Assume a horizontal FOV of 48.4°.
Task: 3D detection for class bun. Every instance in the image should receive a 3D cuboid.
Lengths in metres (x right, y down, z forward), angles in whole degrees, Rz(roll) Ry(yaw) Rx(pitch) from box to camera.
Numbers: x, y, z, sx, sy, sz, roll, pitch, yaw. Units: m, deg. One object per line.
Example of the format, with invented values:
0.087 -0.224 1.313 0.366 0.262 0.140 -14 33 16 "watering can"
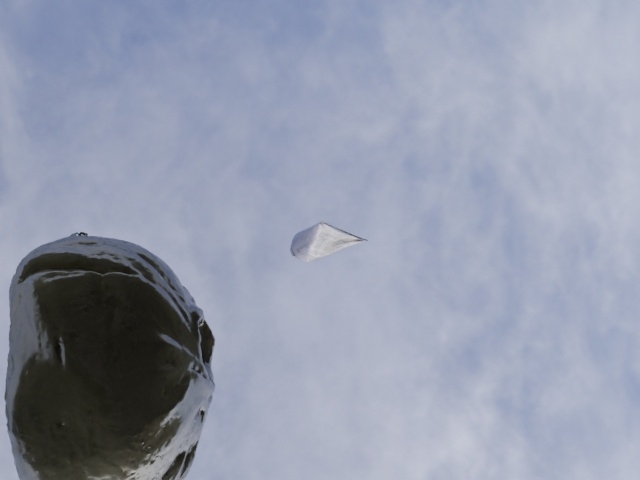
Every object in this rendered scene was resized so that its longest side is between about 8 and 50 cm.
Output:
-0.122 0.080 0.443 0.113 0.166 0.173 -9 -58 -5 "bun"

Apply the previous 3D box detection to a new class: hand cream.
0.000 0.000 1.117 0.084 0.142 0.053 21 -116 -27 "hand cream"
